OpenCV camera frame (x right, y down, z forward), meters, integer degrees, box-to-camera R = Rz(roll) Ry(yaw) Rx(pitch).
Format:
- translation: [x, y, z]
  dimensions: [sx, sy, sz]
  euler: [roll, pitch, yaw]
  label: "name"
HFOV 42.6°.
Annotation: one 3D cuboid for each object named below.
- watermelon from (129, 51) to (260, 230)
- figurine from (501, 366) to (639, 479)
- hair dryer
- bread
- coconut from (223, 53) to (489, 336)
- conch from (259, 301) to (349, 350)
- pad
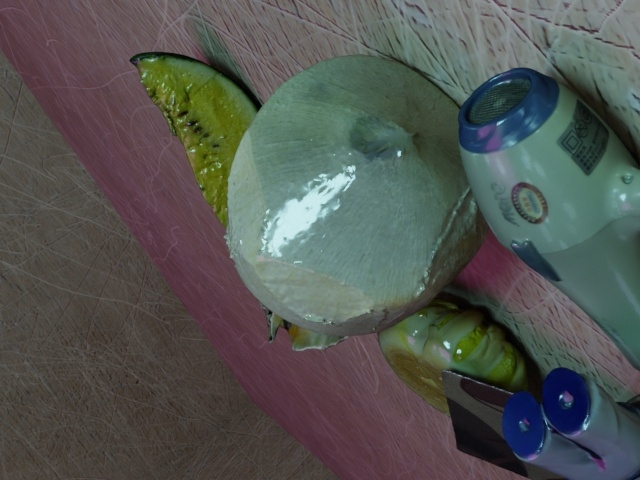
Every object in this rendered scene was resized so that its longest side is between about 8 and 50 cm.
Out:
- translation: [-0.145, -0.144, 1.139]
  dimensions: [0.123, 0.129, 0.301]
  euler: [20, 141, 54]
  label: "watermelon"
- translation: [0.279, 0.169, 0.665]
  dimensions: [0.274, 0.194, 0.133]
  euler: [44, -156, -44]
  label: "figurine"
- translation: [0.257, 0.016, 0.590]
  dimensions: [0.298, 0.119, 0.296]
  euler: [20, 154, 35]
  label: "hair dryer"
- translation: [0.170, 0.147, 1.023]
  dimensions: [0.213, 0.105, 0.213]
  euler: [37, 156, 20]
  label: "bread"
- translation: [0.031, -0.036, 0.756]
  dimensions: [0.245, 0.245, 0.247]
  euler: [47, 165, 8]
  label: "coconut"
- translation: [0.008, -0.009, 0.992]
  dimensions: [0.210, 0.159, 0.291]
  euler: [22, 125, 21]
  label: "conch"
- translation: [0.296, 0.250, 0.919]
  dimensions: [0.330, 0.004, 0.220]
  euler: [16, 148, 27]
  label: "pad"
